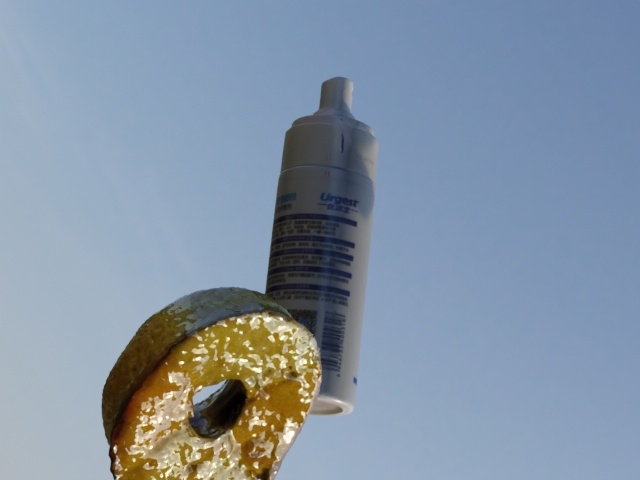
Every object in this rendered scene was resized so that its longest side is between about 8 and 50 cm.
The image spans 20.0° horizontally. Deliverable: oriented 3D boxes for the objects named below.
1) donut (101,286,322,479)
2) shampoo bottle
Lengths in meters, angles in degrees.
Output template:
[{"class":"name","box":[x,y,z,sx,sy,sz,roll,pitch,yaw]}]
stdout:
[{"class":"donut","box":[-0.090,0.117,1.412,0.074,0.174,0.190,50,-53,49]},{"class":"shampoo bottle","box":[0.000,0.000,1.615,0.092,0.092,0.303,127,-30,-70]}]
